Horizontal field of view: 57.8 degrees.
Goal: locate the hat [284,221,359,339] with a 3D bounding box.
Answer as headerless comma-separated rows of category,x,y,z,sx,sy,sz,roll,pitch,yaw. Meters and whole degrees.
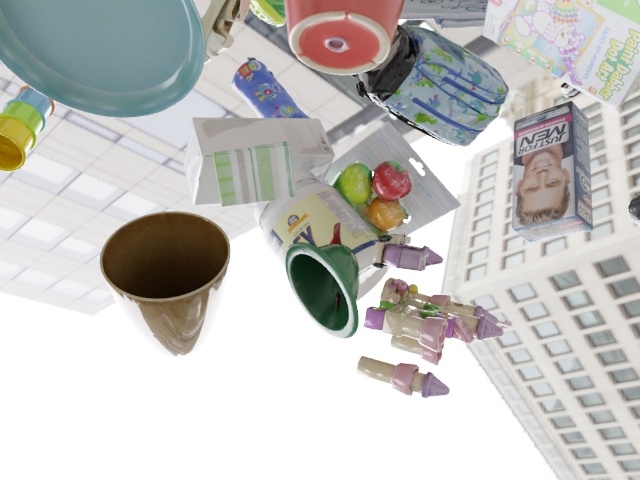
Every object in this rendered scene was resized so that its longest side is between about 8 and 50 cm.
hat,0.055,0.039,1.008,0.183,0.173,0.208,-29,-108,-32

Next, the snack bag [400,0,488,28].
snack bag,0.318,-0.603,1.509,0.323,0.343,0.037,-74,-16,-56

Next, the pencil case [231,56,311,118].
pencil case,-0.143,-0.416,1.757,0.133,0.119,0.306,-34,-109,-15

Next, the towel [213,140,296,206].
towel,-0.127,-0.128,1.135,0.023,0.152,0.113,-129,30,-74

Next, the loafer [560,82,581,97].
loafer,0.651,-0.425,1.424,0.080,0.220,0.078,-42,-93,-8

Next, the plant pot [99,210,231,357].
plant pot,-0.296,0.111,1.160,0.237,0.254,0.237,3,-136,-3

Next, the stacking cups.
stacking cups,-0.599,-0.275,1.201,0.096,0.096,0.316,38,-146,-30

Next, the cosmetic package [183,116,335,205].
cosmetic package,-0.170,-0.216,1.582,0.366,0.197,0.155,-3,-125,-26

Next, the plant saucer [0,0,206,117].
plant saucer,-0.320,-0.307,0.818,0.318,0.318,0.043,31,-136,-35

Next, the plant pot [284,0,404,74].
plant pot,0.045,-0.478,1.122,0.275,0.275,0.243,20,-112,-41

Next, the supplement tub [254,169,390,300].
supplement tub,0.000,0.000,1.486,0.235,0.235,0.325,-10,-127,-50

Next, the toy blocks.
toy blocks,0.257,0.153,1.219,0.288,0.260,0.309,-13,-68,-64

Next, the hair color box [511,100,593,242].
hair color box,0.617,-0.183,1.550,0.105,0.174,0.347,27,-119,-37

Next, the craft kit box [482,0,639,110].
craft kit box,0.351,-0.326,0.796,0.247,0.250,0.061,36,-103,21

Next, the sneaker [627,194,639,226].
sneaker,0.730,-0.035,1.230,0.163,0.281,0.106,-10,-70,-17

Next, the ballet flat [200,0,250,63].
ballet flat,-0.204,-0.456,1.208,0.086,0.248,0.086,27,-159,-11

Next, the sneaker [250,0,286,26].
sneaker,-0.173,-0.704,1.552,0.123,0.109,0.295,-62,-30,-4

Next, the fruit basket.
fruit basket,0.186,-0.151,1.730,0.327,0.353,0.165,45,-142,-12

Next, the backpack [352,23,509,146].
backpack,0.283,-0.379,1.431,0.355,0.273,0.290,39,-156,-27
